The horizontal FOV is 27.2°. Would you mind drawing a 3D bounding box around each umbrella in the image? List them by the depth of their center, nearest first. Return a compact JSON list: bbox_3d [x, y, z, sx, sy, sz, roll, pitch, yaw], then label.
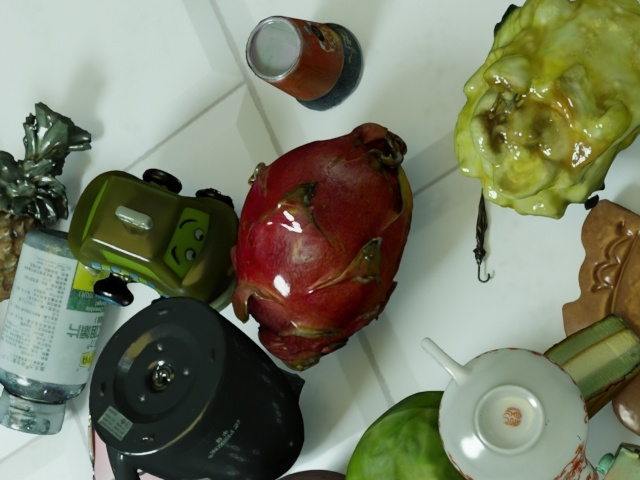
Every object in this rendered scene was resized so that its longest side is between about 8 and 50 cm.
[{"bbox_3d":[0.202,-0.007,1.676,0.022,0.013,0.122,-5,82,19],"label":"umbrella"}]

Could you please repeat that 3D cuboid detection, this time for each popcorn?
[{"bbox_3d":[0.277,-0.160,1.532,0.215,0.252,0.286,29,109,-11],"label":"popcorn"}]

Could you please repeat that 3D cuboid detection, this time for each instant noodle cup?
[{"bbox_3d":[-0.028,-0.245,1.769,0.127,0.136,0.127,-3,84,30],"label":"instant noodle cup"}]

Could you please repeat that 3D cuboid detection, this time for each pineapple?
[{"bbox_3d":[-0.468,-0.064,2.020,0.170,0.141,0.310,29,99,-7],"label":"pineapple"}]

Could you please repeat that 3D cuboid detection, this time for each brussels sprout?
[{"bbox_3d":[0.148,0.320,1.567,0.210,0.219,0.271,-32,90,16],"label":"brussels sprout"}]

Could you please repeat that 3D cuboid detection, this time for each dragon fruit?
[{"bbox_3d":[0.002,-0.004,1.673,0.250,0.250,0.315,42,114,28],"label":"dragon fruit"}]

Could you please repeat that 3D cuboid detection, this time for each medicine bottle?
[{"bbox_3d":[-0.401,0.137,1.962,0.141,0.141,0.293,18,94,32],"label":"medicine bottle"}]

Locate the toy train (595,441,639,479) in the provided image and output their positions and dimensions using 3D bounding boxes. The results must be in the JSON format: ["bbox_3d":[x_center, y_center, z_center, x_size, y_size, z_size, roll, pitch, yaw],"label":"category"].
[{"bbox_3d":[0.401,0.288,1.476,0.188,0.099,0.072,27,97,32],"label":"toy train"}]

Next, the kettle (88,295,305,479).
[{"bbox_3d":[-0.151,0.246,1.703,0.207,0.290,0.268,35,84,41],"label":"kettle"}]

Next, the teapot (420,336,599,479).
[{"bbox_3d":[0.201,0.189,1.447,0.159,0.116,0.245,-46,69,13],"label":"teapot"}]

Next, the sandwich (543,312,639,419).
[{"bbox_3d":[0.307,0.170,1.558,0.113,0.163,0.079,-27,65,-17],"label":"sandwich"}]

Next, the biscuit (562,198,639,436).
[{"bbox_3d":[0.423,0.070,1.513,0.306,0.043,0.284,-17,77,30],"label":"biscuit"}]

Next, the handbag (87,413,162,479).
[{"bbox_3d":[-0.229,0.276,1.857,0.179,0.116,0.205,-9,82,32],"label":"handbag"}]

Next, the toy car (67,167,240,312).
[{"bbox_3d":[-0.226,-0.005,1.798,0.248,0.198,0.204,21,79,10],"label":"toy car"}]

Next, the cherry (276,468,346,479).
[{"bbox_3d":[-0.023,0.415,1.664,0.239,0.206,0.239,1,94,24],"label":"cherry"}]
